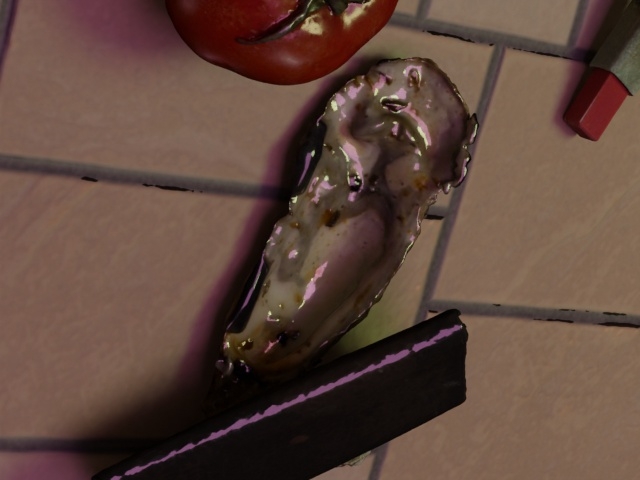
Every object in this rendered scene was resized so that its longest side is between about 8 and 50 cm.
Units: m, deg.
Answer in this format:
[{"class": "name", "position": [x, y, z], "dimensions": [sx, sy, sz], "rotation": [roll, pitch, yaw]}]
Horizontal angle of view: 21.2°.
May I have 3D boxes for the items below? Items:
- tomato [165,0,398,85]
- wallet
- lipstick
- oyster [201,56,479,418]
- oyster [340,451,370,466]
[{"class": "tomato", "position": [-0.024, -0.199, 1.238], "dimensions": [0.187, 0.151, 0.187], "rotation": [-12, 111, -34]}, {"class": "wallet", "position": [-0.026, 0.157, 1.400], "dimensions": [0.321, 0.044, 0.170], "rotation": [-24, 153, -8]}, {"class": "lipstick", "position": [0.304, -0.217, 1.471], "dimensions": [0.051, 0.051, 0.312], "rotation": [25, 110, -20]}, {"class": "oyster", "position": [0.002, 0.001, 1.399], "dimensions": [0.129, 0.078, 0.345], "rotation": [31, 94, -17]}, {"class": "oyster", "position": [0.046, 0.159, 1.510], "dimensions": [0.098, 0.037, 0.100], "rotation": [-1, 111, -32]}]
